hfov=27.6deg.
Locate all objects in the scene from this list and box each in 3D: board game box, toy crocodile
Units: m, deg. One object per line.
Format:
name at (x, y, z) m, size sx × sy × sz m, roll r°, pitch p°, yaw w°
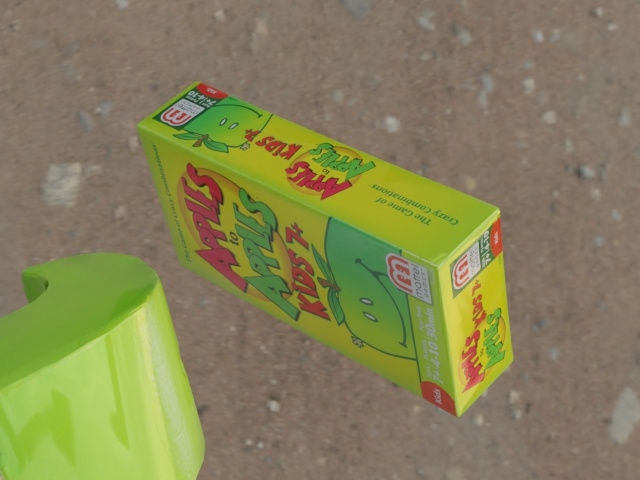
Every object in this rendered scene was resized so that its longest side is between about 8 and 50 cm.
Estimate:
board game box at (0.000, 0.000, 0.596) m, size 0.043 × 0.181 × 0.092 m, roll -41°, pitch 139°, yaw -29°
toy crocodile at (-0.169, 0.112, 0.300) m, size 0.340 × 0.105 × 0.115 m, roll -37°, pitch 125°, yaw -17°
